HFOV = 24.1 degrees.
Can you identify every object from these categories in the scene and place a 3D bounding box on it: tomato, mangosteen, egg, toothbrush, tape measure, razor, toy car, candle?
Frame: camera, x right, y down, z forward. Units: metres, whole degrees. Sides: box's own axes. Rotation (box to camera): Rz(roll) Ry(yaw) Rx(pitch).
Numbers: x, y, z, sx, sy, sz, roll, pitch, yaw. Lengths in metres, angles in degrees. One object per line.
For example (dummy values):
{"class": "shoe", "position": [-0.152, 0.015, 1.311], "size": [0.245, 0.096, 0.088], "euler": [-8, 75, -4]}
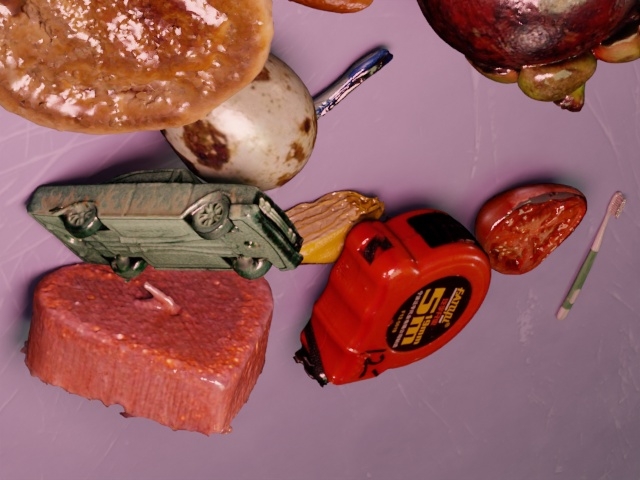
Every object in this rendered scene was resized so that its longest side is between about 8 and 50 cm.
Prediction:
{"class": "tomato", "position": [0.294, -0.036, 2.201], "size": [0.166, 0.082, 0.174], "euler": [-49, 143, 19]}
{"class": "mangosteen", "position": [0.247, -0.309, 1.744], "size": [0.300, 0.300, 0.300], "euler": [-20, 136, -20]}
{"class": "egg", "position": [-0.105, -0.151, 1.742], "size": [0.169, 0.169, 0.231], "euler": [-46, 124, 9]}
{"class": "toothbrush", "position": [0.434, 0.030, 2.412], "size": [0.018, 0.024, 0.257], "euler": [-4, 131, -33]}
{"class": "tape measure", "position": [0.111, 0.074, 2.080], "size": [0.260, 0.114, 0.253], "euler": [-9, 137, -38]}
{"class": "razor", "position": [-0.036, -0.133, 1.901], "size": [0.056, 0.093, 0.324], "euler": [43, 94, -14]}
{"class": "toy car", "position": [-0.181, -0.023, 1.746], "size": [0.141, 0.321, 0.097], "euler": [49, 49, -49]}
{"class": "candle", "position": [-0.192, 0.118, 1.848], "size": [0.317, 0.287, 0.131], "euler": [-5, 125, -29]}

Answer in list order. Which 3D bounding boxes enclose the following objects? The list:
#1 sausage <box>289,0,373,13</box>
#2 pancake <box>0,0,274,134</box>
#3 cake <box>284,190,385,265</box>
{"class": "sausage", "position": [-0.043, -0.331, 1.690], "size": [0.302, 0.076, 0.103], "euler": [24, 103, -47]}
{"class": "pancake", "position": [-0.228, -0.238, 1.547], "size": [0.356, 0.065, 0.356], "euler": [2, 133, 3]}
{"class": "cake", "position": [-0.003, -0.003, 2.042], "size": [0.185, 0.080, 0.116], "euler": [-32, 153, -22]}
